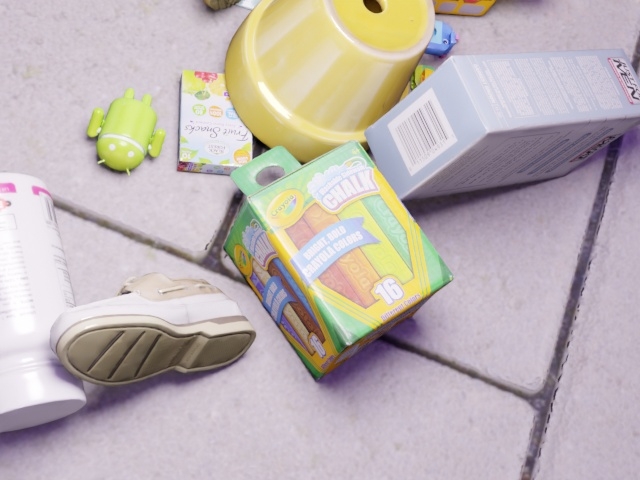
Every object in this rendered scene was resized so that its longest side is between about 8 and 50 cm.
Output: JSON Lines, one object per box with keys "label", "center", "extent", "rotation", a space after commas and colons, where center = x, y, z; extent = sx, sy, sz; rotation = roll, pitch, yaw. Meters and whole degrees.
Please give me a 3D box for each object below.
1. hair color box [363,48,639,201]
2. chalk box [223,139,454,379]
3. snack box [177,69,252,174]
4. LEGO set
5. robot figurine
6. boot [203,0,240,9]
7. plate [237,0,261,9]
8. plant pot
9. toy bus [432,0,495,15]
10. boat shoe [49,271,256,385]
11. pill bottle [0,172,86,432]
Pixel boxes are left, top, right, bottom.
{"label": "hair color box", "center": [0.261, -0.159, 1.582], "extent": [0.374, 0.185, 0.113], "rotation": [-10, 70, -42]}
{"label": "chalk box", "center": [0.000, 0.000, 1.528], "extent": [0.180, 0.179, 0.289], "rotation": [-32, 81, -23]}
{"label": "snack box", "center": [-0.145, -0.162, 1.626], "extent": [0.100, 0.037, 0.141], "rotation": [4, 68, -12]}
{"label": "LEGO set", "center": [0.186, -0.233, 1.714], "extent": [0.093, 0.087, 0.227], "rotation": [8, 70, -11]}
{"label": "robot figurine", "center": [-0.259, -0.144, 1.574], "extent": [0.101, 0.067, 0.115], "rotation": [19, 67, -9]}
{"label": "boot", "center": [-0.175, -0.475, 1.696], "extent": [0.269, 0.089, 0.236], "rotation": [37, 62, 13]}
{"label": "plate", "center": [-0.089, -0.427, 1.747], "extent": [0.188, 0.024, 0.188], "rotation": [5, 69, -14]}
{"label": "plant pot", "center": [0.028, -0.261, 1.579], "extent": [0.254, 0.239, 0.254], "rotation": [10, 65, -21]}
{"label": "toy bus", "center": [0.168, -0.408, 1.744], "extent": [0.333, 0.130, 0.108], "rotation": [1, 69, -17]}
{"label": "boat shoe", "center": [-0.213, 0.101, 1.425], "extent": [0.302, 0.113, 0.103], "rotation": [7, 40, -54]}
{"label": "pill bottle", "center": [-0.377, 0.076, 1.411], "extent": [0.160, 0.160, 0.283], "rotation": [-11, 73, -18]}
